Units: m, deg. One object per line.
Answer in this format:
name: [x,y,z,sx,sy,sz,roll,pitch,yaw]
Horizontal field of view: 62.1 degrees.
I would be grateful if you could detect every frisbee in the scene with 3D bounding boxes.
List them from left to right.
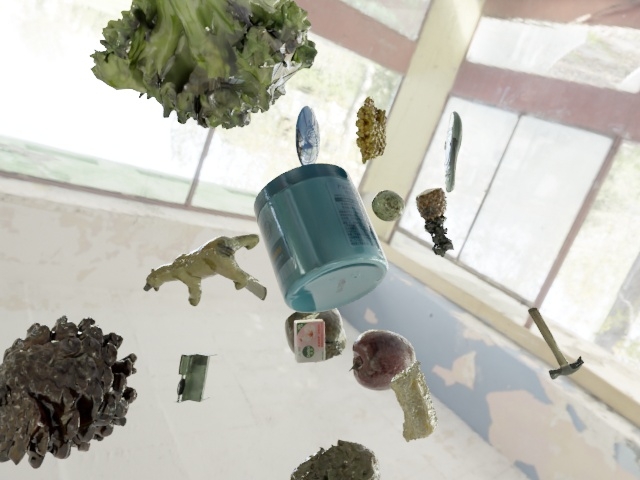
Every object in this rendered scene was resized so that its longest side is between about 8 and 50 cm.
frisbee: [-0.036,-0.390,2.021,0.045,0.242,0.242,2,-173,20]

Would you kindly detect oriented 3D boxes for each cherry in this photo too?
cherry: [0.243,0.457,2.038,0.300,0.230,0.203,1,168,-24]

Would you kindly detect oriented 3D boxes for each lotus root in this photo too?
lotus root: [-0.024,0.406,2.324,0.267,0.149,0.260,-14,-157,-3]

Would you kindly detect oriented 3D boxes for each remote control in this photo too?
remote control: [0.416,-0.277,1.669,0.045,0.256,0.097,5,-176,1]

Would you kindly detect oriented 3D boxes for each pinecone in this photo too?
pinecone: [-0.523,0.303,1.092,0.296,0.242,0.298,-11,-131,-32]

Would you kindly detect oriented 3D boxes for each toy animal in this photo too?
toy animal: [-0.222,0.049,0.988,0.219,0.103,0.101,-21,152,28]

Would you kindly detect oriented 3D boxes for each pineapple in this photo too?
pineapple: [0.398,-0.059,1.827,0.111,0.237,0.119,-11,-170,35]

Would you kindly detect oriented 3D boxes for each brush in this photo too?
brush: [-0.254,0.179,2.072,0.048,0.054,0.282,13,-178,-26]

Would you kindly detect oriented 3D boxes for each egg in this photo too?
egg: [0.180,-0.096,1.433,0.085,0.085,0.110,13,-157,-28]

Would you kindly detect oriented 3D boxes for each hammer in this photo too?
hammer: [0.388,0.170,0.885,0.182,0.062,0.017,52,-155,-30]

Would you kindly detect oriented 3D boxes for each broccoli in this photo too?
broccoli: [-0.151,-0.335,0.757,0.294,0.347,0.281,18,-173,9]

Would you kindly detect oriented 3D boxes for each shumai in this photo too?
shumai: [0.045,0.752,1.481,0.217,0.346,0.283,62,173,-19]

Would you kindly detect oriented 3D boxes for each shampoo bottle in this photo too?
shampoo bottle: [0.000,0.000,1.609,0.331,0.331,0.342,8,-130,-43]

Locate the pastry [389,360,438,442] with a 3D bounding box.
pastry: [0.292,0.516,1.656,0.122,0.258,0.089,-18,-168,-17]

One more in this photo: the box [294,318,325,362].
box: [-0.033,0.303,1.605,0.089,0.125,0.043,-3,-179,-12]

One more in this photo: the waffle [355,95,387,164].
waffle: [0.166,-0.360,1.713,0.070,0.197,0.193,3,-142,22]

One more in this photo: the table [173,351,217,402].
table: [-0.395,0.435,1.694,0.063,0.146,0.175,7,172,8]
